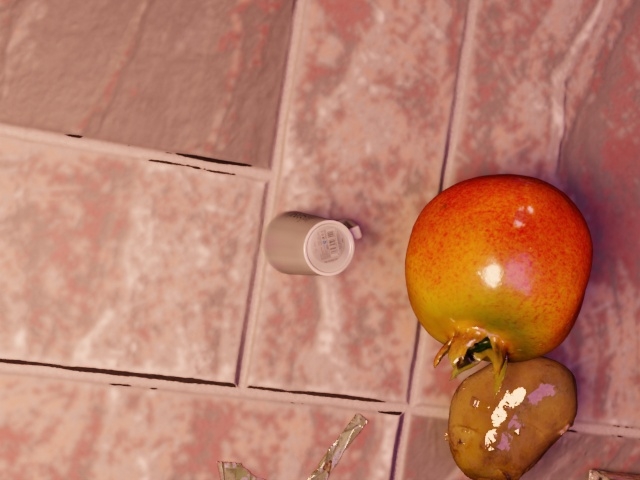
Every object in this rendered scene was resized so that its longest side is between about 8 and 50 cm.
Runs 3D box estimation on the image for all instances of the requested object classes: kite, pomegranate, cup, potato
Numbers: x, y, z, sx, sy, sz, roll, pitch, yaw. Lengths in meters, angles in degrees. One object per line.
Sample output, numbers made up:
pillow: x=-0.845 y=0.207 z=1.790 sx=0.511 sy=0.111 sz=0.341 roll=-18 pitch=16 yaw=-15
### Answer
kite: x=-0.023 y=0.311 z=1.205 sx=0.229 sy=0.012 sz=0.250 roll=35 pitch=81 yaw=-17
pomegranate: x=0.194 y=0.046 z=1.141 sx=0.221 sy=0.221 sz=0.257 roll=31 pitch=58 yaw=-16
cup: x=0.000 y=0.000 z=1.145 sx=0.104 sy=0.116 sz=0.074 roll=-20 pitch=100 yaw=-22
potato: x=0.227 y=0.208 z=1.209 sx=0.176 sy=0.137 sz=0.137 roll=-44 pitch=104 yaw=4

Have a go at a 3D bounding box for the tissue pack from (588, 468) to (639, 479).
tissue pack: x=0.421 y=0.364 z=1.312 sx=0.155 sy=0.065 sz=0.116 roll=8 pitch=91 yaw=-17
